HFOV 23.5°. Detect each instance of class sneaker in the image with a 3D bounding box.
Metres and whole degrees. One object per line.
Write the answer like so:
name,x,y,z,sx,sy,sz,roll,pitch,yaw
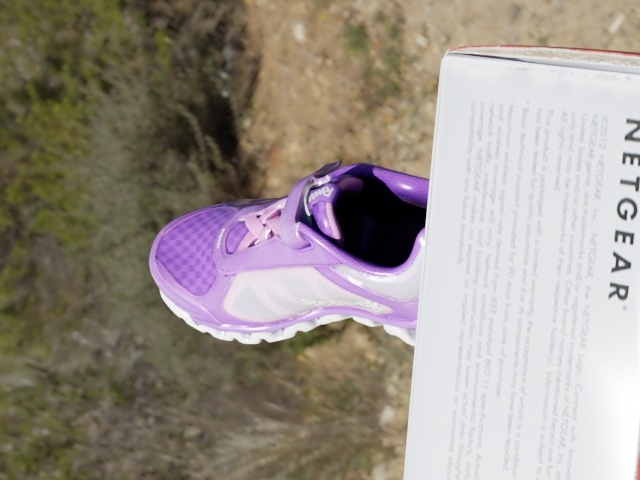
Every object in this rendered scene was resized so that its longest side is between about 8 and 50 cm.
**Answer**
sneaker,0.000,0.000,0.851,0.236,0.104,0.095,2,62,29

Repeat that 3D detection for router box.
router box,0.149,0.104,0.546,0.082,0.301,0.336,11,101,41
